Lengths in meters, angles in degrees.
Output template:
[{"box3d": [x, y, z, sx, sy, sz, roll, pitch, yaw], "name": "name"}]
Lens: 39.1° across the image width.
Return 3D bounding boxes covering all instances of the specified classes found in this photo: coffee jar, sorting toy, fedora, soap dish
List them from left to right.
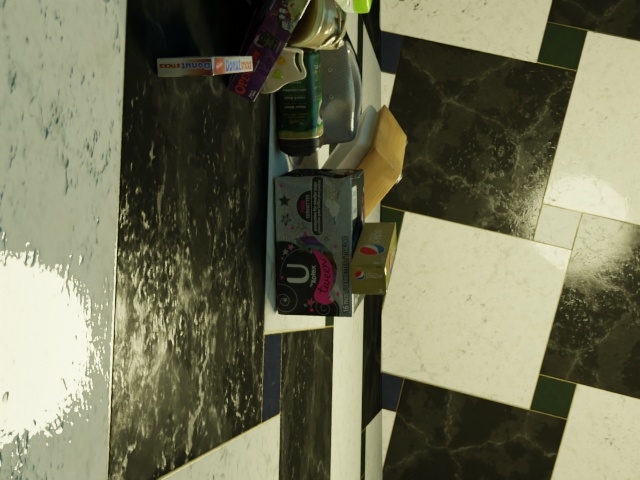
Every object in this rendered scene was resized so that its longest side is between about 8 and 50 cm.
[{"box3d": [-0.062, -0.279, 1.425, 0.045, 0.075, 0.083, -79, 166, -47], "name": "sorting toy"}, {"box3d": [-0.037, -0.241, 1.570, 0.096, 0.079, 0.184, -68, 156, -73], "name": "coffee jar"}, {"box3d": [0.012, -0.278, 1.729, 0.244, 0.124, 0.276, 15, 75, -80], "name": "fedora"}, {"box3d": [0.077, -0.139, 1.866, 0.229, 0.118, 0.291, -52, -171, 24], "name": "soap dish"}]

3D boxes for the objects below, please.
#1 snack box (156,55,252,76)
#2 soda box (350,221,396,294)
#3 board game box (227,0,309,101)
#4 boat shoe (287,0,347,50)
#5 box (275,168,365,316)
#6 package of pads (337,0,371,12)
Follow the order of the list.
[{"box3d": [-0.130, -0.204, 1.046, 0.178, 0.064, 0.022, -51, 142, -75], "name": "snack box"}, {"box3d": [0.096, 0.028, 1.578, 0.181, 0.061, 0.058, -67, 155, -63], "name": "soda box"}, {"box3d": [-0.045, -0.379, 1.312, 0.347, 0.056, 0.208, -80, -165, -47], "name": "board game box"}, {"box3d": [-0.002, -0.358, 1.460, 0.302, 0.098, 0.109, -127, -129, -75], "name": "boat shoe"}, {"box3d": [0.000, 0.000, 1.624, 0.163, 0.142, 0.247, -40, 130, -75], "name": "box"}, {"box3d": [0.076, -0.734, 2.167, 0.297, 0.101, 0.229, 81, 14, -48], "name": "package of pads"}]
